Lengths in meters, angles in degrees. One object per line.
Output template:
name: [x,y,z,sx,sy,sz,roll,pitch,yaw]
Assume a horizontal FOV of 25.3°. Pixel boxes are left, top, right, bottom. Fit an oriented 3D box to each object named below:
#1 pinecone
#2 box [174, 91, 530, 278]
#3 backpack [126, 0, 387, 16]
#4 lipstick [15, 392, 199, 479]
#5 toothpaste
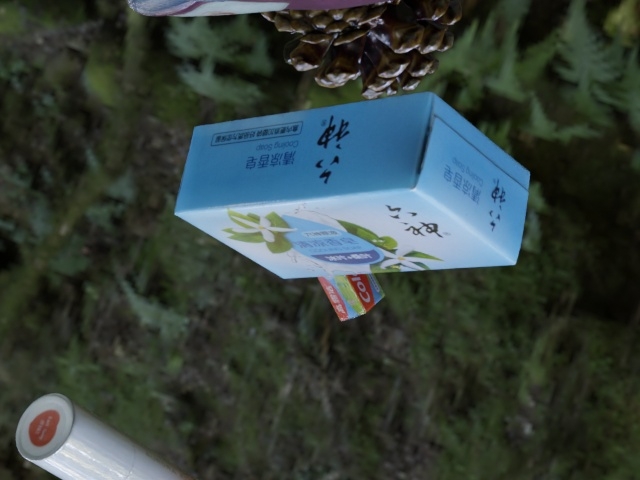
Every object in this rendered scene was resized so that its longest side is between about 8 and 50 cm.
pinecone: [0.057,-0.296,1.790,0.264,0.264,0.264,20,174,2]
box: [0.023,-0.036,1.080,0.232,0.083,0.142,-3,156,39]
backpack: [0.011,-0.261,0.951,0.317,0.197,0.283,-6,-143,-7]
lipstick: [-0.245,0.291,1.779,0.087,0.087,0.327,16,161,37]
toothpaste: [0.000,0.000,1.635,0.044,0.193,0.070,-21,-169,40]
